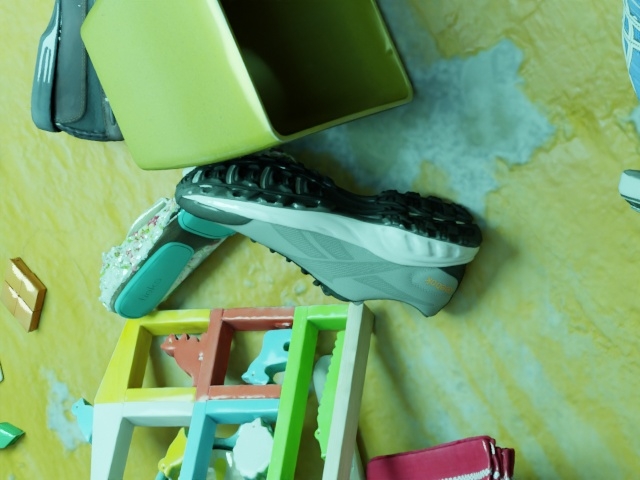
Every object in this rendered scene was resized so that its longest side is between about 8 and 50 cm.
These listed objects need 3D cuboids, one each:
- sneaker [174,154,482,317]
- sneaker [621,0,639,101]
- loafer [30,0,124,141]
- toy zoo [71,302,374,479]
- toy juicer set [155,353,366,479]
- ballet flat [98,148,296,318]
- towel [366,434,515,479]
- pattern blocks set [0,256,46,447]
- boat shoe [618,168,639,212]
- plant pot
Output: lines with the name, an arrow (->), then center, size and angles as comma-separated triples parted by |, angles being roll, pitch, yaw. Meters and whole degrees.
sneaker -> 0.000, 0.000, 1.724 | 0.272, 0.100, 0.108 | 16, 117, -3
sneaker -> 0.278, -0.191, 1.611 | 0.080, 0.081, 0.211 | -5, 98, 23
loafer -> -0.196, -0.235, 1.809 | 0.095, 0.109, 0.302 | 17, 113, 11
toy zoo -> -0.102, 0.153, 1.807 | 0.293, 0.030, 0.192 | -3, 61, 25
toy juicer set -> -0.071, 0.280, 1.820 | 0.329, 0.089, 0.209 | -35, 82, 14
ballet flat -> -0.125, -0.023, 1.822 | 0.241, 0.091, 0.077 | -40, 49, 19
towel -> 0.093, 0.314, 1.703 | 0.199, 0.031, 0.274 | -18, 64, 54
pattern blocks set -> -0.407, 0.070, 1.988 | 0.285, 0.026, 0.324 | -21, 90, 26
boat shoe -> 0.343, 0.005, 1.617 | 0.219, 0.078, 0.070 | 24, 106, 17
plant pot -> -0.081, -0.170, 1.718 | 0.187, 0.212, 0.212 | -24, 89, 39
